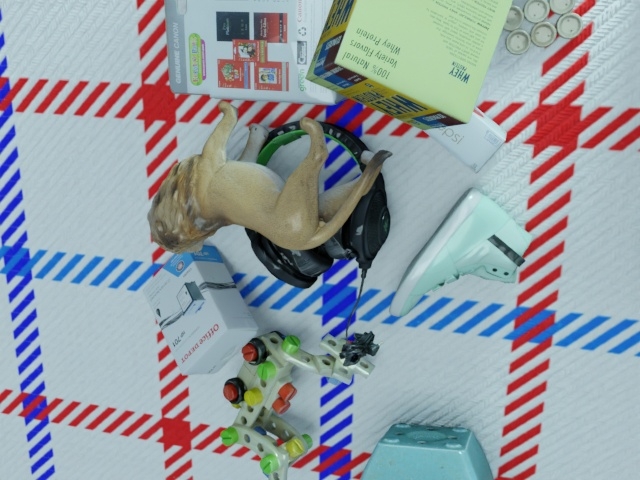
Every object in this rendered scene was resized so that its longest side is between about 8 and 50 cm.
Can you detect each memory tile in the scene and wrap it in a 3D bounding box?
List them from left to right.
[{"bbox_3d":[0.307,-0.352,1.054,0.113,0.012,0.148,-15,103,20],"label":"memory tile"}]

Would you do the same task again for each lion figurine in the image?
[{"bbox_3d":[-0.092,-0.064,1.083,0.392,0.142,0.240,15,79,39],"label":"lion figurine"}]

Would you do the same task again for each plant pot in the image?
[{"bbox_3d":[0.179,0.453,1.240,0.247,0.248,0.252,-1,89,17],"label":"plant pot"}]

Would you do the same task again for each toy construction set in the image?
[{"bbox_3d":[-0.060,0.287,1.296,0.215,0.151,0.327,43,108,26],"label":"toy construction set"}]

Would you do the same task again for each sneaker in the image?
[{"bbox_3d":[0.226,0.057,1.169,0.151,0.094,0.256,35,115,0],"label":"sneaker"}]

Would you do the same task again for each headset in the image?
[{"bbox_3d":[0.000,0.000,1.166,0.243,0.185,0.394,-22,89,22],"label":"headset"}]

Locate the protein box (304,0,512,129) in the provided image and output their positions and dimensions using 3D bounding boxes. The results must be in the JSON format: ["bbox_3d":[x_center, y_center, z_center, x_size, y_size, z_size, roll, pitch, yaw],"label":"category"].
[{"bbox_3d":[0.118,-0.279,0.971,0.200,0.136,0.201,20,88,-17],"label":"protein box"}]

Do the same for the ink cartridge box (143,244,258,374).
[{"bbox_3d":[-0.213,0.121,1.282,0.139,0.082,0.190,-46,59,24],"label":"ink cartridge box"}]

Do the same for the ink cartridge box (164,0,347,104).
[{"bbox_3d":[-0.088,-0.373,1.099,0.272,0.130,0.309,6,109,14],"label":"ink cartridge box"}]

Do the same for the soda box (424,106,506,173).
[{"bbox_3d":[0.180,-0.201,1.107,0.216,0.074,0.069,40,114,1],"label":"soda box"}]
